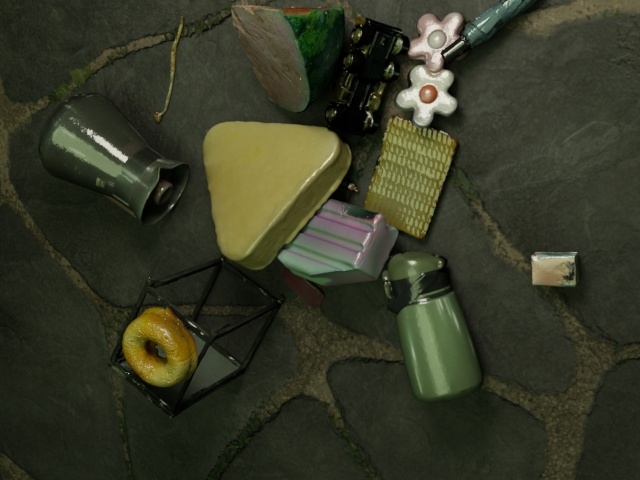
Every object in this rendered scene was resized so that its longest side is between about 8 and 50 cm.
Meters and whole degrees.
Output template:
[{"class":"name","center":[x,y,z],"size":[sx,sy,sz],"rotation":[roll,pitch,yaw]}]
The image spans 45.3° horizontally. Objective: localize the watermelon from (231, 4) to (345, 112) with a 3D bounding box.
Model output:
[{"class":"watermelon","center":[-0.031,-0.445,1.674],"size":[0.292,0.222,0.319],"rotation":[29,157,44]}]

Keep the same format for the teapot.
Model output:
[{"class":"teapot","center":[-0.543,-0.195,2.030],"size":[0.344,0.253,0.300],"rotation":[35,148,10]}]

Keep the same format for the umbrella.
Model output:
[{"class":"umbrella","center":[0.357,-0.455,1.592],"size":[0.250,0.053,0.052],"rotation":[-36,93,15]}]

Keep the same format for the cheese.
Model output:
[{"class":"cheese","center":[-0.096,-0.152,1.811],"size":[0.384,0.104,0.383],"rotation":[-10,66,23]}]

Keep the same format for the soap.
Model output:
[{"class":"soap","center":[0.000,0.000,1.820],"size":[0.324,0.109,0.192],"rotation":[19,77,36]}]

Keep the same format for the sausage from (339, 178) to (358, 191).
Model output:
[{"class":"sausage","center":[0.005,-0.156,1.872],"size":[0.198,0.025,0.028],"rotation":[23,66,21]}]

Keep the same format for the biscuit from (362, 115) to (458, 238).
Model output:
[{"class":"biscuit","center":[0.205,-0.147,1.775],"size":[0.172,0.029,0.254],"rotation":[24,111,20]}]

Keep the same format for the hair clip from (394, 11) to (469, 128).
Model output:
[{"class":"hair clip","center":[0.248,-0.374,1.684],"size":[0.146,0.075,0.257],"rotation":[15,103,27]}]

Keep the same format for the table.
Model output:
[{"class":"table","center":[-0.304,0.224,1.936],"size":[0.222,0.335,0.272],"rotation":[36,114,15]}]

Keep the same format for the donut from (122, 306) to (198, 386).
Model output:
[{"class":"donut","center":[-0.371,0.249,1.742],"size":[0.174,0.075,0.190],"rotation":[-36,85,27]}]

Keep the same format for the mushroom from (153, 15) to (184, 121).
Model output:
[{"class":"mushroom","center":[-0.390,-0.444,2.008],"size":[0.026,0.028,0.286],"rotation":[54,128,56]}]

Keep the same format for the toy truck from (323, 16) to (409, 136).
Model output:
[{"class":"toy truck","center":[0.088,-0.367,1.726],"size":[0.127,0.127,0.257],"rotation":[45,122,55]}]

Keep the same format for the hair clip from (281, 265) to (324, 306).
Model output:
[{"class":"hair clip","center":[-0.048,0.113,1.961],"size":[0.137,0.022,0.054],"rotation":[46,120,10]}]

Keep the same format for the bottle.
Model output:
[{"class":"bottle","center":[0.250,0.186,1.755],"size":[0.168,0.168,0.347],"rotation":[-16,89,28]}]

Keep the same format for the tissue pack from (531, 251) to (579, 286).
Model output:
[{"class":"tissue pack","center":[0.505,0.061,1.656],"size":[0.094,0.059,0.074],"rotation":[-1,103,27]}]
